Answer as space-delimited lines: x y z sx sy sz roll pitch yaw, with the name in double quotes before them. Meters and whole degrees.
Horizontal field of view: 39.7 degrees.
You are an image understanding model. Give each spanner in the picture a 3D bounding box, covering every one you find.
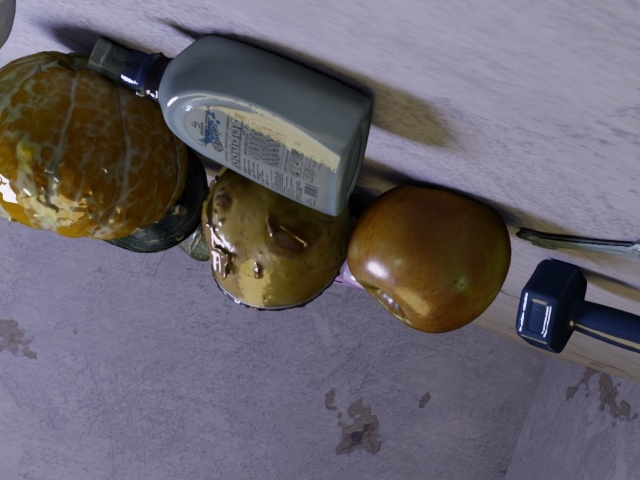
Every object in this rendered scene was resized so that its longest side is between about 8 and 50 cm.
"spanner" 0.368 0.009 1.209 0.071 0.017 0.302 23 175 -21

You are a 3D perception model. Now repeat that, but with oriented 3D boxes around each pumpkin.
"pumpkin" -0.390 -0.111 1.843 0.323 0.241 0.323 20 164 6

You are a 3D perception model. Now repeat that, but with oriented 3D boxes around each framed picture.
"framed picture" 0.024 -0.078 1.746 0.168 0.023 0.128 17 173 44

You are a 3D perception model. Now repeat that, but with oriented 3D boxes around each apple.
"apple" 0.163 0.017 1.304 0.237 0.207 0.237 38 168 10

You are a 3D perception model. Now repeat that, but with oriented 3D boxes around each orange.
"orange" -0.348 -0.137 1.275 0.329 0.249 0.329 9 -162 -3

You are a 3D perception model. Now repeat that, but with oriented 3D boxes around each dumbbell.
"dumbbell" 0.481 0.141 1.414 0.325 0.160 0.144 17 143 33

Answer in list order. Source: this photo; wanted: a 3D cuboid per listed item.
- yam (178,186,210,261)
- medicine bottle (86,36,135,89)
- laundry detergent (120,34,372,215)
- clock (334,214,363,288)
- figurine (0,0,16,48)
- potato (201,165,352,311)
"yam" -0.313 -0.075 2.066 0.268 0.161 0.161 40 -177 26
"medicine bottle" -0.265 -0.233 1.182 0.083 0.047 0.047 23 175 -16
"laundry detergent" -0.089 -0.135 0.997 0.280 0.105 0.215 20 159 7
"clock" 0.000 0.000 1.621 0.322 0.113 0.295 22 -172 13
"figurine" -0.466 -0.163 0.830 0.227 0.394 0.274 20 171 26
"potato" -0.060 -0.061 1.372 0.246 0.196 0.299 4 -139 -10
